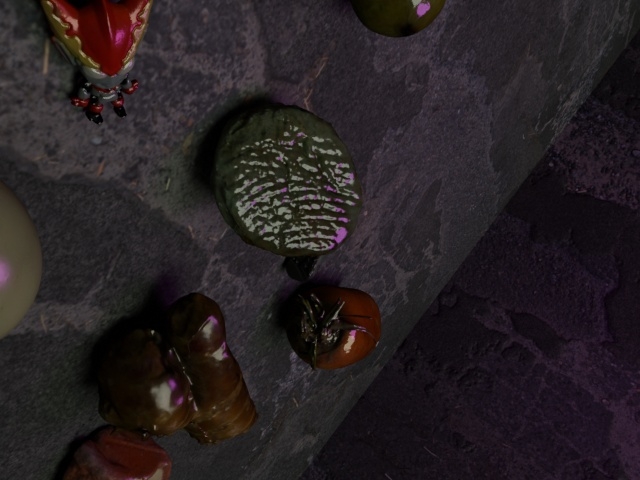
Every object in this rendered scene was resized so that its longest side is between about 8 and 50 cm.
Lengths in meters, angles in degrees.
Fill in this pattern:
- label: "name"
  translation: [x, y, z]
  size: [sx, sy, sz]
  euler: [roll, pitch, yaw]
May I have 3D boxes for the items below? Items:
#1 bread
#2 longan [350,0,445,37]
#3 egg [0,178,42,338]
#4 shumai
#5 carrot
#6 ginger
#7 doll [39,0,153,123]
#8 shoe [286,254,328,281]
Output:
- label: "bread"
  translation: [-0.391, 0.465, 1.183]
  size: [0.190, 0.123, 0.244]
  euler: [-11, 134, -59]
- label: "longan"
  translation: [0.110, -0.380, 0.916]
  size: [0.155, 0.145, 0.176]
  euler: [122, -32, -78]
- label: "egg"
  translation: [-0.349, 0.005, 0.527]
  size: [0.186, 0.186, 0.242]
  euler: [-51, 145, -4]
- label: "shumai"
  translation: [-0.082, -0.087, 1.005]
  size: [0.222, 0.204, 0.272]
  euler: [-46, 121, -21]
- label: "carrot"
  translation: [0.028, 0.206, 1.493]
  size: [0.193, 0.214, 0.331]
  euler: [-58, 153, 7]
- label: "ginger"
  translation: [-0.246, 0.264, 1.111]
  size: [0.254, 0.176, 0.418]
  euler: [-37, 151, -17]
- label: "doll"
  translation: [-0.224, -0.194, 0.653]
  size: [0.109, 0.057, 0.169]
  euler: [-19, 158, -26]
- label: "shoe"
  translation: [0.001, -0.001, 1.330]
  size: [0.194, 0.074, 0.077]
  euler: [-56, 168, 15]
